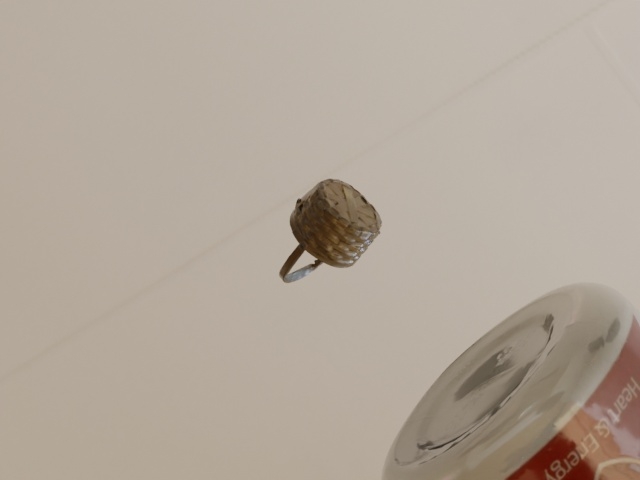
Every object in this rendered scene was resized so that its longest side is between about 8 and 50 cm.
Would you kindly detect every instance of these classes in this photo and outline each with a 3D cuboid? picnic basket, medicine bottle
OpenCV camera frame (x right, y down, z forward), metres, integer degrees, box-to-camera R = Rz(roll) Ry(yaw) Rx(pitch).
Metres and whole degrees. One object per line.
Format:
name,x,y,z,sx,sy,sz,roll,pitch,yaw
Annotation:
picnic basket,0.000,0.000,0.932,0.072,0.072,0.083,30,-59,-12
medicine bottle,0.178,0.170,0.605,0.289,0.157,0.157,46,-59,-5
